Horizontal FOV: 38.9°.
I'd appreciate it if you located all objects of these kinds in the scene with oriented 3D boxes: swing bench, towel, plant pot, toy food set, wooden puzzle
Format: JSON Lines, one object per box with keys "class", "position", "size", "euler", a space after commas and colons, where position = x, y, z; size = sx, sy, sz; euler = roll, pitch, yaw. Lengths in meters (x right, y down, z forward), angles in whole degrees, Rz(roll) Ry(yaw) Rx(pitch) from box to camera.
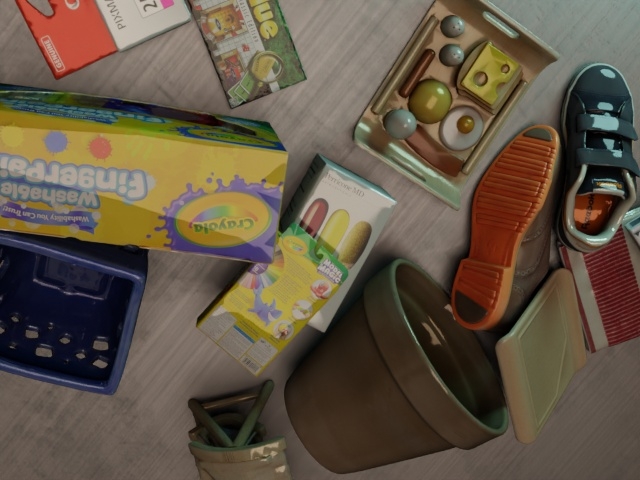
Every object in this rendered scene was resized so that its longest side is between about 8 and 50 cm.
{"class": "swing bench", "position": [-0.117, 0.408, 1.509], "size": [0.165, 0.255, 0.253], "euler": [-14, 105, -4]}
{"class": "towel", "position": [0.604, 0.044, 1.627], "size": [0.329, 0.037, 0.237], "euler": [-21, 107, 0]}
{"class": "plant pot", "position": [-0.389, 0.066, 1.398], "size": [0.235, 0.212, 0.236], "euler": [16, 116, -10]}
{"class": "toy food set", "position": [0.221, -0.233, 1.480], "size": [0.219, 0.092, 0.306], "euler": [31, 98, -13]}
{"class": "plant pot", "position": [0.105, 0.239, 1.493], "size": [0.280, 0.323, 0.323], "euler": [-36, 106, 19]}
{"class": "wooden puzzle", "position": [0.378, 0.195, 1.560], "size": [0.238, 0.044, 0.221], "euler": [-39, 123, -38]}

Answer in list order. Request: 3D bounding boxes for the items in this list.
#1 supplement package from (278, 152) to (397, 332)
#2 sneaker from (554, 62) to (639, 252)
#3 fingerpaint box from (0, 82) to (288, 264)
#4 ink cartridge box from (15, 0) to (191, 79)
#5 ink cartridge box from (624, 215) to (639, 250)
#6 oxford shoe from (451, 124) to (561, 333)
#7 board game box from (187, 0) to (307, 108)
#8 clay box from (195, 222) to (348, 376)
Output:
{"class": "supplement package", "position": [0.000, 0.000, 1.487], "size": [0.139, 0.134, 0.244], "euler": [26, 99, -12]}
{"class": "sneaker", "position": [0.466, -0.136, 1.501], "size": [0.126, 0.127, 0.321], "euler": [3, 94, 0]}
{"class": "fingerpaint box", "position": [-0.286, -0.112, 1.303], "size": [0.444, 0.371, 0.163], "euler": [7, 103, -8]}
{"class": "ink cartridge box", "position": [-0.362, -0.415, 1.381], "size": [0.238, 0.060, 0.275], "euler": [-25, 105, -2]}
{"class": "ink cartridge box", "position": [0.668, -0.001, 1.568], "size": [0.208, 0.045, 0.206], "euler": [-34, 107, 10]}
{"class": "oxford shoe", "position": [0.336, -0.017, 1.553], "size": [0.132, 0.130, 0.364], "euler": [16, 96, -42]}
{"class": "board game box", "position": [-0.129, -0.354, 1.440], "size": [0.136, 0.030, 0.260], "euler": [-23, 105, -3]}
{"class": "clay box", "position": [-0.072, 0.087, 1.402], "size": [0.127, 0.053, 0.222], "euler": [42, 95, -12]}
